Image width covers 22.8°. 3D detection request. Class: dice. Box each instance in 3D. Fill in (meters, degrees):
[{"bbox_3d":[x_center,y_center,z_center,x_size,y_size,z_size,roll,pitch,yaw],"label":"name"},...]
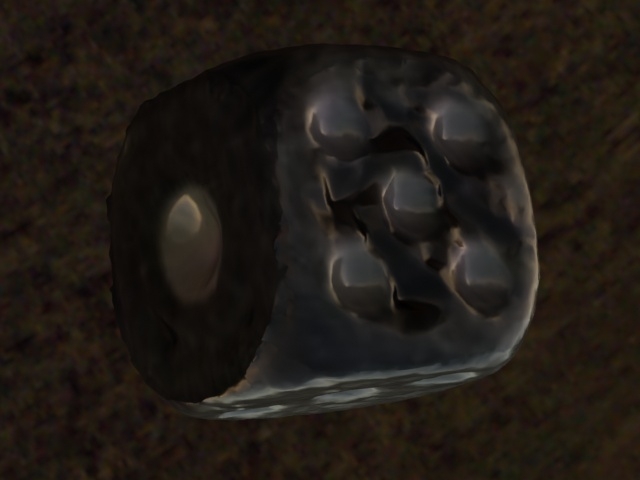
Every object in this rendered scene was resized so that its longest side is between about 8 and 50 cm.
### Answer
[{"bbox_3d":[0.000,0.000,0.882,0.183,0.181,0.182,0,168,-34],"label":"dice"}]
